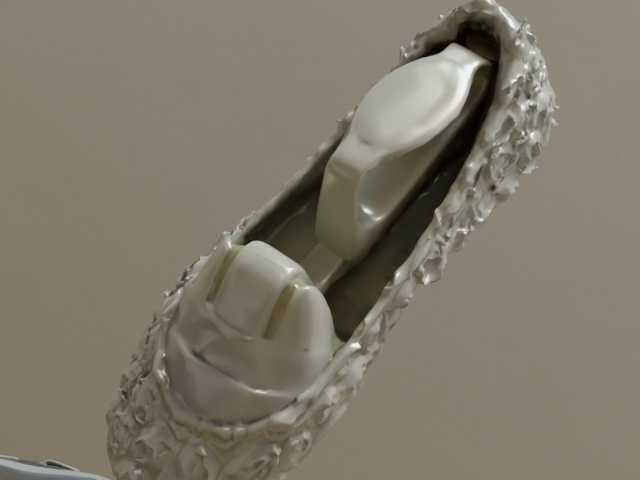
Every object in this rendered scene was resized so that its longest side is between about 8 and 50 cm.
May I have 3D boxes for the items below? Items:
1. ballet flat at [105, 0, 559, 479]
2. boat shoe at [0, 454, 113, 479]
[{"bbox_3d":[0.000,0.000,0.591,0.147,0.147,0.409,38,-103,6],"label":"ballet flat"},{"bbox_3d":[-0.225,0.226,0.814,0.219,0.070,0.077,18,-95,3],"label":"boat shoe"}]
